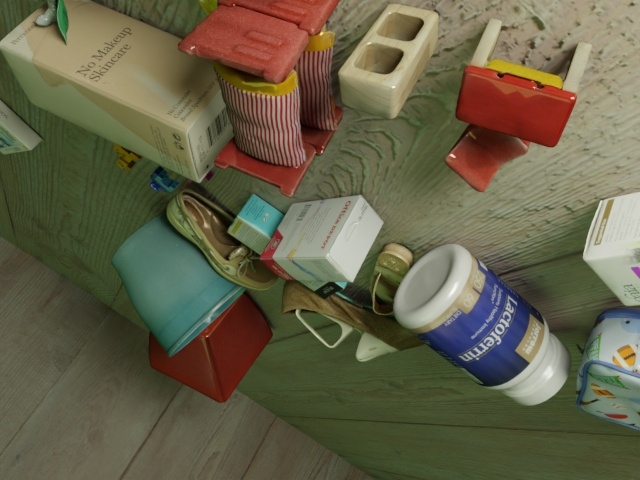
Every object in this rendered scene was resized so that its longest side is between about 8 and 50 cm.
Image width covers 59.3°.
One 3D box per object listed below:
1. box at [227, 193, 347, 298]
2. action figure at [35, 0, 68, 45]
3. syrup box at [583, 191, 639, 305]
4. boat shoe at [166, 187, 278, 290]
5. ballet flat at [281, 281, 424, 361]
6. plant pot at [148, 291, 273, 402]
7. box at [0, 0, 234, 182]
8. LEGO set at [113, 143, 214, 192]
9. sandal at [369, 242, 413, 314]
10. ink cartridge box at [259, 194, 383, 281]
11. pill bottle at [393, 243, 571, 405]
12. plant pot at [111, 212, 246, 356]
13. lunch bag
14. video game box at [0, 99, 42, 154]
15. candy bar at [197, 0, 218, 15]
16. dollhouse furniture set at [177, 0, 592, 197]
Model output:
[{"bbox_3d":[-0.057,0.015,1.098,0.244,0.060,0.100,35,154,-8],"label":"box"},{"bbox_3d":[-0.344,-0.376,0.685,0.137,0.064,0.232,66,153,21],"label":"action figure"},{"bbox_3d":[0.399,-0.003,0.552,0.093,0.096,0.237,41,151,-21],"label":"syrup box"},{"bbox_3d":[-0.198,0.003,1.176,0.285,0.104,0.089,38,156,-13],"label":"boat shoe"},{"bbox_3d":[0.064,0.176,1.172,0.343,0.124,0.116,22,170,16],"label":"ballet flat"},{"bbox_3d":[-0.321,0.240,1.576,0.268,0.267,0.235,20,140,21],"label":"plant pot"},{"bbox_3d":[-0.275,-0.225,0.813,0.311,0.148,0.121,24,153,10],"label":"box"},{"bbox_3d":[-0.327,-0.157,1.051,0.227,0.087,0.093,42,151,-19],"label":"LEGO set"},{"bbox_3d":[0.119,0.097,1.035,0.088,0.079,0.240,23,153,16],"label":"sandal"},{"bbox_3d":[0.000,0.000,0.936,0.175,0.127,0.072,-2,140,48],"label":"ink cartridge box"},{"bbox_3d":[0.256,0.138,0.883,0.265,0.153,0.153,38,153,-16],"label":"pill bottle"},{"bbox_3d":[-0.334,0.085,1.310,0.255,0.272,0.271,46,153,2],"label":"plant pot"},{"bbox_3d":[0.514,0.209,0.787,0.304,0.114,0.243,14,152,29],"label":"lunch bag"},{"bbox_3d":[-0.792,-0.295,1.341,0.187,0.048,0.205,1,141,42],"label":"video game box"},{"bbox_3d":[-0.126,-0.286,0.692,0.040,0.018,0.161,-4,137,45],"label":"candy bar"},{"bbox_3d":[0.058,-0.134,0.613,0.374,0.152,0.201,22,153,17],"label":"dollhouse furniture set"}]
